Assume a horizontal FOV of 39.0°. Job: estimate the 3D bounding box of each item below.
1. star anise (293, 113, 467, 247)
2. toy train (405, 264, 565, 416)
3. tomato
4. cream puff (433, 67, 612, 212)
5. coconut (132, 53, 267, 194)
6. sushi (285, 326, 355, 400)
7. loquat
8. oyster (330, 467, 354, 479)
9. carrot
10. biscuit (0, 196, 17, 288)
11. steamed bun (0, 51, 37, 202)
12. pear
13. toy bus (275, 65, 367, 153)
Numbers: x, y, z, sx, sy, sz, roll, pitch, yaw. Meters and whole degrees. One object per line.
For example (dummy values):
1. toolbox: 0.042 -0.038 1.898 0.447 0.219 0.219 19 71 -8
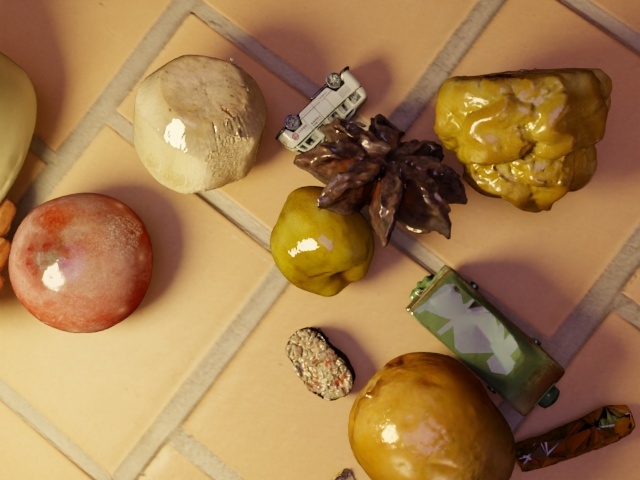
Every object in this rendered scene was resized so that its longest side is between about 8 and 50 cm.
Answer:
1. star anise: 0.114 -0.120 1.605 0.331 0.332 0.117 24 131 8
2. toy train: 0.299 0.180 1.620 0.326 0.159 0.129 43 93 7
3. tomato: -0.451 0.042 1.689 0.270 0.227 0.270 -1 86 10
4. cream puff: 0.350 -0.170 1.561 0.291 0.324 0.257 -13 104 -22
5. coconut: -0.222 -0.209 1.684 0.245 0.247 0.245 5 61 -9
6. sushi: 0.000 0.231 1.691 0.090 0.078 0.150 -40 83 2
7. loquat: 0.190 0.340 1.573 0.276 0.276 0.284 -39 103 2
8. oyster: 0.040 0.476 1.698 0.081 0.038 0.083 45 62 -16
9. carrot: 0.454 0.359 1.635 0.228 0.069 0.069 -23 83 5
10. biscuit: -0.675 0.060 1.725 0.284 0.043 0.306 -39 48 16
11. steamed bun: -0.755 -0.177 1.645 0.456 0.371 0.290 -48 60 7
12. pear: 0.000 0.000 1.656 0.200 0.200 0.200 -1 85 7
13. toy bus: 0.004 -0.240 1.729 0.194 0.087 0.089 -44 91 0
